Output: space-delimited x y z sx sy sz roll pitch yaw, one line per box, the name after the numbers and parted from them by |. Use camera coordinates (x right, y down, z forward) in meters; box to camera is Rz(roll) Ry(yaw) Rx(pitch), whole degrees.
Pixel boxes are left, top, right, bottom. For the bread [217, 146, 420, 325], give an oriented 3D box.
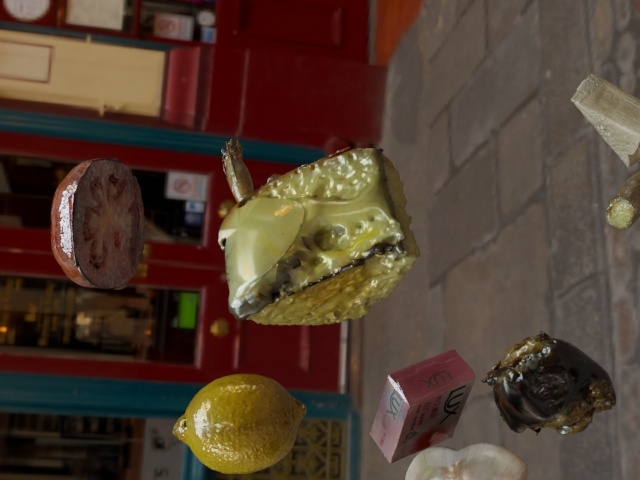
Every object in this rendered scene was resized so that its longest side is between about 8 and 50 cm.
0.000 0.000 1.225 0.162 0.262 0.204 54 -159 -59 | bread

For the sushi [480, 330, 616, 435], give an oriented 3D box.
0.450 0.295 1.800 0.204 0.213 0.200 56 177 -2 | sushi

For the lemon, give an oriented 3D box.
-0.151 0.346 1.732 0.188 0.256 0.188 -9 -90 -88 | lemon

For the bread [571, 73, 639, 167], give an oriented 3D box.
0.522 -0.215 1.633 0.077 0.152 0.105 -48 -21 -18 | bread

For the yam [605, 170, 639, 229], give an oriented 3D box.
0.734 -0.144 2.027 0.356 0.081 0.081 -42 -20 -37 | yam

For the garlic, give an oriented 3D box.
0.179 0.313 1.149 0.174 0.099 0.124 -1 68 40 | garlic

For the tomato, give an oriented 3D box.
-0.370 -0.026 1.478 0.225 0.085 0.225 3 -90 -71 | tomato

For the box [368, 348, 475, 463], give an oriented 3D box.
0.136 0.223 1.223 0.060 0.111 0.156 55 151 34 | box

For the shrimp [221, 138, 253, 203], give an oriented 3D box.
-0.159 -0.116 1.969 0.133 0.053 0.236 40 -155 -60 | shrimp
